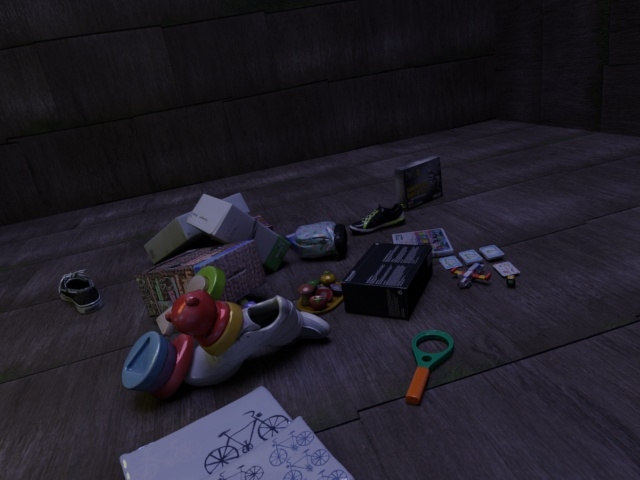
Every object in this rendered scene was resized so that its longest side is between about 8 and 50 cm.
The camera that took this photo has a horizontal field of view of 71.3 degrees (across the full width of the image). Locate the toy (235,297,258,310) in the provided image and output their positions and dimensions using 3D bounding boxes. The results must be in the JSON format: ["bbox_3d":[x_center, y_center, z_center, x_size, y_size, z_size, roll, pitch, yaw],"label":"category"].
[{"bbox_3d":[-0.240,0.201,1.273,0.237,0.056,0.137,-9,22,4],"label":"toy"}]

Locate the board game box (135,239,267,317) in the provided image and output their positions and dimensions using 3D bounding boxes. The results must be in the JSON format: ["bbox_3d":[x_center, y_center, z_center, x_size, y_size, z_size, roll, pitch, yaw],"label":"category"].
[{"bbox_3d":[-0.354,0.114,1.335,0.291,0.141,0.232,-9,13,32],"label":"board game box"}]

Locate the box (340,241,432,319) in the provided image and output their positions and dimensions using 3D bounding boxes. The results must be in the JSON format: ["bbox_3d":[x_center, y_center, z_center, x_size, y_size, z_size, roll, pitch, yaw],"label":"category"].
[{"bbox_3d":[0.195,0.104,1.263,0.184,0.103,0.261,6,27,27],"label":"box"}]

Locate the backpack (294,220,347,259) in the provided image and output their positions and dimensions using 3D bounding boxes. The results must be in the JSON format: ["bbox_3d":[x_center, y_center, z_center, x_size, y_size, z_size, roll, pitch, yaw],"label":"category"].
[{"bbox_3d":[0.000,0.000,1.592,0.182,0.115,0.152,-8,24,12],"label":"backpack"}]

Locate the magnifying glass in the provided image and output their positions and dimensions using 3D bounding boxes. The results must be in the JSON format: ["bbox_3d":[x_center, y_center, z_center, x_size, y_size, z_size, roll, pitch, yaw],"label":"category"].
[{"bbox_3d":[0.227,0.265,0.958,0.092,0.026,0.231,2,23,27],"label":"magnifying glass"}]

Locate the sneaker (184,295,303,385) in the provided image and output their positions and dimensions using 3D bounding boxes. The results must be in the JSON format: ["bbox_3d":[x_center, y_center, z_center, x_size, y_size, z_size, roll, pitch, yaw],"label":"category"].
[{"bbox_3d":[-0.194,0.217,1.024,0.305,0.152,0.114,-30,55,-6],"label":"sneaker"}]

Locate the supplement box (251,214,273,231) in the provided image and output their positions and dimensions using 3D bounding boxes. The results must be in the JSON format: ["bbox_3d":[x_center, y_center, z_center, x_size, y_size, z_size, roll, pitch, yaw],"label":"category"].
[{"bbox_3d":[-0.265,-0.037,1.844,0.104,0.081,0.188,-16,22,-17],"label":"supplement box"}]

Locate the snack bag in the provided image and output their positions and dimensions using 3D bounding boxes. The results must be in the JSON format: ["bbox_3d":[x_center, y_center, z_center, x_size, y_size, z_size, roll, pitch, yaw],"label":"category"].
[{"bbox_3d":[-0.162,0.397,0.778,0.323,0.037,0.342,-21,24,-25],"label":"snack bag"}]

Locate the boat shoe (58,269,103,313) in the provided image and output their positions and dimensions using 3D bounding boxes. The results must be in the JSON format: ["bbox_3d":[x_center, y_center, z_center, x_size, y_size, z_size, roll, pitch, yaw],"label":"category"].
[{"bbox_3d":[-0.860,0.163,1.574,0.113,0.105,0.306,-24,25,-31],"label":"boat shoe"}]

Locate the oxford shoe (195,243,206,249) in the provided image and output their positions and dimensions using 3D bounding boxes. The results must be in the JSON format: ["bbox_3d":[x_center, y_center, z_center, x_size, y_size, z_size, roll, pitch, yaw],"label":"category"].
[{"bbox_3d":[-0.460,0.096,1.646,0.076,0.076,0.212,-38,22,12],"label":"oxford shoe"}]

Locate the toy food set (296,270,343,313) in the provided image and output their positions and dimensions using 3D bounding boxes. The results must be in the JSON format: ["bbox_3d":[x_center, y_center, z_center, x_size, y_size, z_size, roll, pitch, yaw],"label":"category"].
[{"bbox_3d":[-0.007,0.147,1.283,0.128,0.071,0.218,5,26,33],"label":"toy food set"}]

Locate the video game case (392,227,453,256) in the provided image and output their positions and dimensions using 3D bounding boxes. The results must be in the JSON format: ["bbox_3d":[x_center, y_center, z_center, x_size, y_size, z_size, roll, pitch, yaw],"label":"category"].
[{"bbox_3d":[0.345,0.012,1.534,0.183,0.023,0.201,-7,21,8],"label":"video game case"}]

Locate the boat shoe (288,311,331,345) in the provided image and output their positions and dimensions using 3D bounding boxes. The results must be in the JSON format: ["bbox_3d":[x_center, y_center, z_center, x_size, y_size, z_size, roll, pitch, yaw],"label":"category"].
[{"bbox_3d":[-0.084,0.229,1.131,0.227,0.079,0.081,3,45,27],"label":"boat shoe"}]

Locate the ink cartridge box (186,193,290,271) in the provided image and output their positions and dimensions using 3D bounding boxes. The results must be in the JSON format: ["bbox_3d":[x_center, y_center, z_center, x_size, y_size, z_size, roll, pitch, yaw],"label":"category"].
[{"bbox_3d":[-0.278,-0.025,1.531,0.211,0.289,0.121,19,77,47],"label":"ink cartridge box"}]

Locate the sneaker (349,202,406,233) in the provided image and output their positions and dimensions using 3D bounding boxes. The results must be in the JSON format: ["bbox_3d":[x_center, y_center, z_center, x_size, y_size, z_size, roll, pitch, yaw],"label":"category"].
[{"bbox_3d":[0.221,-0.095,1.753,0.235,0.097,0.084,-14,21,-9],"label":"sneaker"}]

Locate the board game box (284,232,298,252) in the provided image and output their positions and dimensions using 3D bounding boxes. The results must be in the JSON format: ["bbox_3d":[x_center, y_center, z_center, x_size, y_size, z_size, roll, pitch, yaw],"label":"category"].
[{"bbox_3d":[-0.025,-0.014,1.743,0.201,0.035,0.136,-18,23,-19],"label":"board game box"}]

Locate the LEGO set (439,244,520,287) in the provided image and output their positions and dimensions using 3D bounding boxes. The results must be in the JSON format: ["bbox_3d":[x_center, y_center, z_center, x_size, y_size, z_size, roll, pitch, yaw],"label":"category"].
[{"bbox_3d":[0.465,0.068,1.299,0.182,0.060,0.244,-13,22,2],"label":"LEGO set"}]

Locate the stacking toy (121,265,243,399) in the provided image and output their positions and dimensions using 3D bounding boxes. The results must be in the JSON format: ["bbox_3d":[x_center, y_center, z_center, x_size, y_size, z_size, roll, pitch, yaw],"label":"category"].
[{"bbox_3d":[-0.340,0.181,1.024,0.309,0.130,0.279,-43,38,13],"label":"stacking toy"}]

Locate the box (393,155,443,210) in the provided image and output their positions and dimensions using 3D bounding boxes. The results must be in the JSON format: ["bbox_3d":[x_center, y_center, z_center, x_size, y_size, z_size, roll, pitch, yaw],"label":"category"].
[{"bbox_3d":[0.428,-0.250,1.935,0.231,0.183,0.056,-22,24,-29],"label":"box"}]

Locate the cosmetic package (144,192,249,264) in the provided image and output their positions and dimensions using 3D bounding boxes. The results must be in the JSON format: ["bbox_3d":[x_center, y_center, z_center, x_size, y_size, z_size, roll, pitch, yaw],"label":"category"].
[{"bbox_3d":[-0.489,-0.043,1.748,0.284,0.097,0.377,-27,2,-42],"label":"cosmetic package"}]
